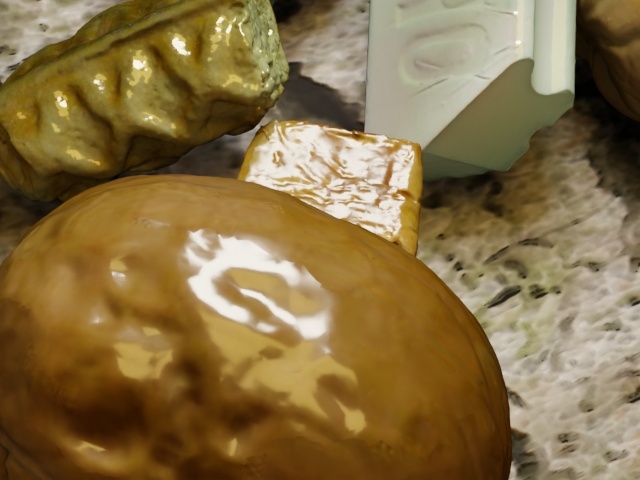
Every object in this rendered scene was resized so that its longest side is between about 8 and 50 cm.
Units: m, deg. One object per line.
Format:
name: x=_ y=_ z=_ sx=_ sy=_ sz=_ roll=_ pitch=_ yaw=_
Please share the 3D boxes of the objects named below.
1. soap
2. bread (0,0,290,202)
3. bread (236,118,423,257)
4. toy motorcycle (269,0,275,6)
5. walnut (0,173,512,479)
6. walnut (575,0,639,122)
soap: x=0.128 y=-0.207 z=1.243 sx=0.095 sy=0.172 sz=0.290 roll=15 pitch=74 yaw=-47
bread: x=-0.156 y=-0.126 z=1.193 sx=0.267 sy=0.130 sz=0.152 roll=-23 pitch=41 yaw=13
bread: x=0.000 y=0.000 z=1.179 sx=0.158 sy=0.149 sz=0.143 roll=4 pitch=58 yaw=1
toy motorcycle: x=-0.034 y=-0.338 z=1.299 sx=0.182 sy=0.241 sz=0.319 roll=30 pitch=52 yaw=26
walnut: x=-0.061 y=0.137 z=0.983 sx=0.397 sy=0.354 sz=0.308 roll=28 pitch=31 yaw=9
walnut: x=0.349 y=-0.227 z=1.286 sx=0.285 sy=0.285 sz=0.296 roll=-4 pitch=26 yaw=-10
